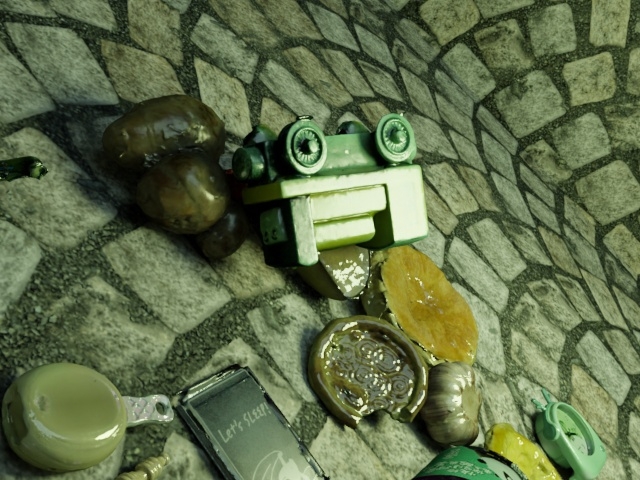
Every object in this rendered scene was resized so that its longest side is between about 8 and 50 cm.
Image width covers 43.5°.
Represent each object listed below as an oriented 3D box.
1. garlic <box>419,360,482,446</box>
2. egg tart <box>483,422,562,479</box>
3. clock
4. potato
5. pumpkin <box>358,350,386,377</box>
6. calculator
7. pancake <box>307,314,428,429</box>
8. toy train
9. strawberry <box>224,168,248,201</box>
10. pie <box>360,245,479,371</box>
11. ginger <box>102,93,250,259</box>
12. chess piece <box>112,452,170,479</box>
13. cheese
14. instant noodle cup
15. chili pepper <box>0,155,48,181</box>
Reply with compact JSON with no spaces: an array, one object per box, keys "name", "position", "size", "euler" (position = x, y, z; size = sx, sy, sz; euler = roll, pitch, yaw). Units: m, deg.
[{"name":"garlic","position":[0.242,0.310,1.514],"size":[0.147,0.102,0.159],"euler":[7,73,-51]},{"name":"egg tart","position":[0.361,0.477,1.435],"size":[0.315,0.120,0.315],"euler":[45,20,-22]},{"name":"clock","position":[0.543,0.430,1.788],"size":[0.210,0.066,0.159],"euler":[55,31,14]},{"name":"potato","position":[0.000,0.000,1.532],"size":[0.138,0.098,0.243],"euler":[-44,104,-36]},{"name":"pumpkin","position":[0.093,0.232,1.463],"size":[0.074,0.054,0.083],"euler":[-13,73,-36]},{"name":"calculator","position":[-0.088,0.310,1.174],"size":[0.274,0.028,0.166],"euler":[53,34,12]},{"name":"pancake","position":[0.085,0.229,1.412],"size":[0.235,0.029,0.211],"euler":[-7,65,-28]},{"name":"toy train","position":[0.028,-0.093,1.420],"size":[0.397,0.160,0.253],"euler":[-10,95,-38]},{"name":"strawberry","position":[-0.084,-0.095,1.554],"size":[0.237,0.190,0.111],"euler":[-12,106,-42]},{"name":"pie","position":[0.206,0.144,1.676],"size":[0.340,0.083,0.339],"euler":[34,31,-24]},{"name":"ginger","position":[-0.236,-0.110,1.366],"size":[0.245,0.155,0.303],"euler":[8,56,-56]},{"name":"chess piece","position":[-0.222,0.295,1.018],"size":[0.035,0.035,0.092],"euler":[52,27,7]},{"name":"cheese","position":[-0.280,0.217,1.004],"size":[0.228,0.064,0.137],"euler":[9,49,-48]},{"name":"instant noodle cup","position":[0.222,0.437,1.224],"size":[0.251,0.251,0.190],"euler":[52,22,8]},{"name":"chili pepper","position":[-0.470,-0.055,0.979],"size":[0.174,0.165,0.261],"euler":[40,30,24]}]
